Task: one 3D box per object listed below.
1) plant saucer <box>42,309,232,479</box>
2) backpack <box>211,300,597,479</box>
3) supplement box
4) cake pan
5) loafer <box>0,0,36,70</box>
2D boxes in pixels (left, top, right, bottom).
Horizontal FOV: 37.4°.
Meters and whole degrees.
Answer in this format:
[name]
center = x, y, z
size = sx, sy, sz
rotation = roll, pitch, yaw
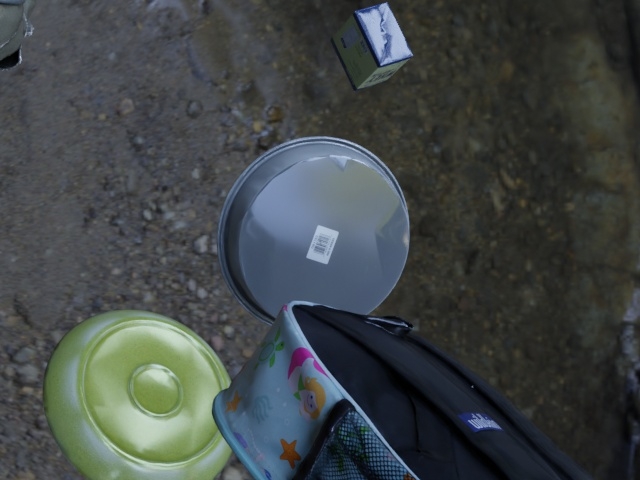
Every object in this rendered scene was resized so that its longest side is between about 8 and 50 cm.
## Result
[plant saucer]
center = -0.194, 0.178, 1.087
size = 0.241, 0.037, 0.241
rotation = 21, 48, -24
[backpack]
center = 0.049, 0.159, 0.619
size = 0.191, 0.253, 0.225
rotation = -52, 143, 14
[supplement box]
center = 0.068, -0.262, 1.285
size = 0.056, 0.083, 0.083
rotation = -22, 84, -28
[cake pan]
center = 0.000, 0.000, 1.353
size = 0.293, 0.054, 0.293
rotation = -4, 104, -17
[loafer]
center = -0.309, -0.204, 0.859
size = 0.094, 0.251, 0.087
rotation = 13, 100, -15
